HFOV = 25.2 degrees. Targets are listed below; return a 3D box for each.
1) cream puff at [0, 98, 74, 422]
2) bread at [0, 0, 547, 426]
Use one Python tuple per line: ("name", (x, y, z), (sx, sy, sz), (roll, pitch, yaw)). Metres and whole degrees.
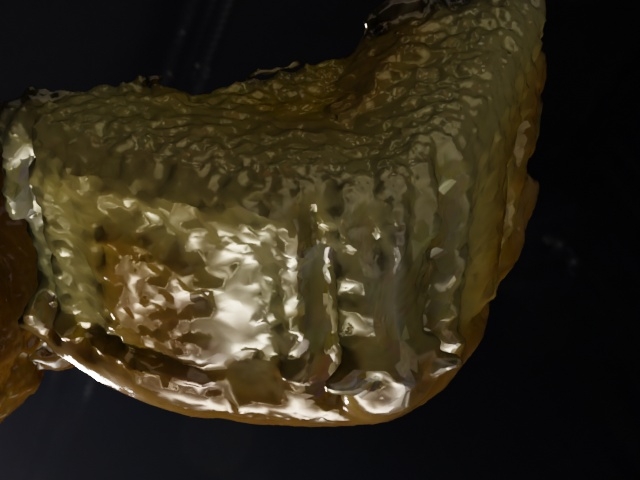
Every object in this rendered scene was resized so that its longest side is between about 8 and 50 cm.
("cream puff", (-0.218, 0.012, 0.711), (0.269, 0.241, 0.155), (-62, -25, -45))
("bread", (0.009, 0.003, 0.583), (0.252, 0.133, 0.174), (-15, -48, -19))
